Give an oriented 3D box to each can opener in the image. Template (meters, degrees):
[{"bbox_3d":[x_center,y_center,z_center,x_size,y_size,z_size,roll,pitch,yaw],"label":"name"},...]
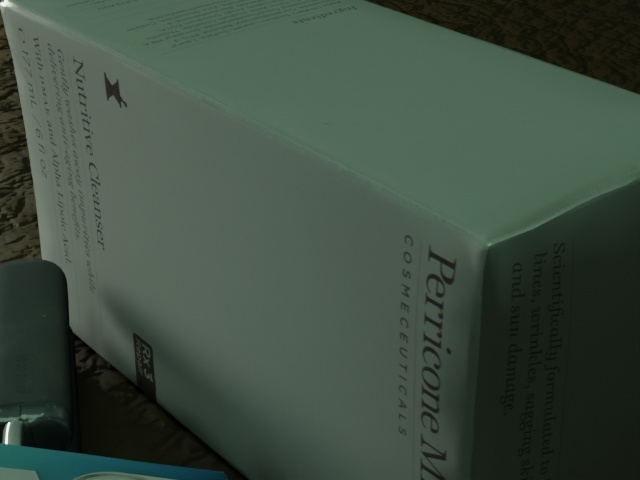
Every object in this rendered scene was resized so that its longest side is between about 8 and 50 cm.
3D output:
[{"bbox_3d":[-0.165,0.103,0.605,0.095,0.076,0.283,-7,28,-10],"label":"can opener"}]

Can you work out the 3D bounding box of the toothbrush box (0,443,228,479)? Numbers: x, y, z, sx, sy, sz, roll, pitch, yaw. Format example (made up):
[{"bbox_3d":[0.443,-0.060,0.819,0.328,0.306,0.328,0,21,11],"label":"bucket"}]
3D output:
[{"bbox_3d":[-0.181,0.148,0.332,0.295,0.126,0.216,9,21,-6],"label":"toothbrush box"}]

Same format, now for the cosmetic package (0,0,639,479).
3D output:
[{"bbox_3d":[0.000,0.000,0.642,0.156,0.217,0.385,-21,32,-31],"label":"cosmetic package"}]
